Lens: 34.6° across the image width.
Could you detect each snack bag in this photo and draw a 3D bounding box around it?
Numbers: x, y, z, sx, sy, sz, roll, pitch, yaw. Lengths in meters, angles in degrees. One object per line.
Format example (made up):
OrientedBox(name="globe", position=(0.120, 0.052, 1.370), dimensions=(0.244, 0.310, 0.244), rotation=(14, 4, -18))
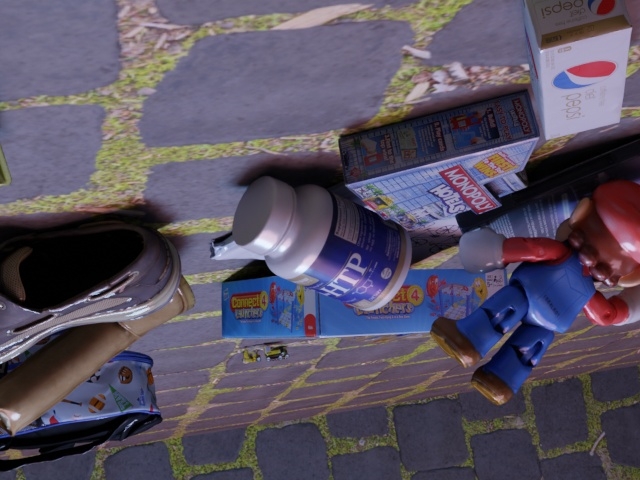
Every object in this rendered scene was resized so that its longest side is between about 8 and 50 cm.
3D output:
OrientedBox(name="snack bag", position=(0.079, -0.017, 1.341), dimensions=(0.342, 0.037, 0.323), rotation=(6, 158, -45))

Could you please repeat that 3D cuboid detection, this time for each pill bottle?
OrientedBox(name="pill bottle", position=(0.000, 0.000, 1.156), dimensions=(0.186, 0.112, 0.112), rotation=(23, 148, -30))

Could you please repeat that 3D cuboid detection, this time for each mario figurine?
OrientedBox(name="mario figurine", position=(0.286, 0.050, 1.263), dimensions=(0.320, 0.170, 0.198), rotation=(-41, 140, -5))

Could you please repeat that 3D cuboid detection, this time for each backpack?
OrientedBox(name="backpack", position=(-0.390, 0.241, 1.623), dimensions=(0.263, 0.213, 0.276), rotation=(-6, 172, 9))

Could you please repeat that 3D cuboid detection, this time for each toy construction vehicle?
OrientedBox(name="toy construction vehicle", position=(-0.111, 0.229, 2.096), dimensions=(0.098, 0.035, 0.086), rotation=(-5, 175, -9))

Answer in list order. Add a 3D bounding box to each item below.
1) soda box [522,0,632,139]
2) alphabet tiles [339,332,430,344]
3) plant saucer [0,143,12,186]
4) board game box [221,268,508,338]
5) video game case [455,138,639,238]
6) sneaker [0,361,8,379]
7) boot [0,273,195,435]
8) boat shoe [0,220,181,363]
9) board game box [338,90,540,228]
OrientedBox(name="soda box", position=(0.217, -0.158, 0.878), dimensions=(0.074, 0.069, 0.216), rotation=(-14, 164, 10))
OrientedBox(name="alphabet tiles", position=(0.193, 0.168, 2.111), dimensions=(0.285, 0.011, 0.342), rotation=(-19, 162, 25))
OrientedBox(name="plant saucer", position=(-0.349, -0.085, 0.801), dimensions=(0.188, 0.045, 0.188), rotation=(-8, 164, -13))
OrientedBox(name="board game box", position=(0.057, 0.092, 1.475), dimensions=(0.308, 0.086, 0.302), rotation=(0, 175, -30))
OrientedBox(name="video game case", position=(0.316, -0.048, 1.316), dimensions=(0.274, 0.026, 0.196), rotation=(-23, 159, 8))
OrientedBox(name="sneaker", position=(-0.404, 0.117, 1.333), dimensions=(0.217, 0.121, 0.079), rotation=(-19, 163, 28))
OrientedBox(name="boot", position=(-0.295, 0.136, 1.303), dimensions=(0.269, 0.089, 0.236), rotation=(-38, 176, -24))
OrientedBox(name="boat shoe", position=(-0.341, 0.047, 1.166), dimensions=(0.355, 0.132, 0.130), rotation=(-18, 155, -4))
OrientedBox(name="board game box", position=(0.149, -0.078, 1.085), dimensions=(0.194, 0.060, 0.194), rotation=(-20, 152, 22))
